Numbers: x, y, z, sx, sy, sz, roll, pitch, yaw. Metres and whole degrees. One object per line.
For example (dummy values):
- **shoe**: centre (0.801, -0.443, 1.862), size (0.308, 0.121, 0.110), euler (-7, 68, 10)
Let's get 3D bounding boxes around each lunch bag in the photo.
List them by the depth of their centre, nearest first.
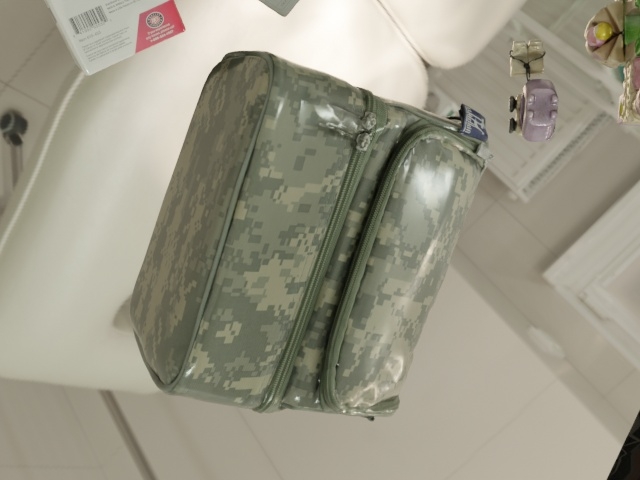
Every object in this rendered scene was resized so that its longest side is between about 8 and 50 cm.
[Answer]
- **lunch bag**: centre (0.000, 0.000, 0.672), size (0.256, 0.212, 0.305), euler (16, 95, -27)

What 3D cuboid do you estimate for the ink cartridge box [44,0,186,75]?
- **ink cartridge box**: centre (-0.332, -0.395, 1.102), size (0.172, 0.100, 0.237), euler (-29, 124, -14)

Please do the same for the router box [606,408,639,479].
- **router box**: centre (0.325, 0.138, 0.373), size (0.243, 0.308, 0.081), euler (-46, 134, -32)

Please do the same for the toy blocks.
- **toy blocks**: centre (0.396, -0.272, 0.897), size (0.308, 0.289, 0.260), euler (0, -176, 9)

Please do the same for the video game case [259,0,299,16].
- **video game case**: centre (-0.043, -0.292, 0.516), size (0.232, 0.042, 0.210), euler (18, 126, -46)
